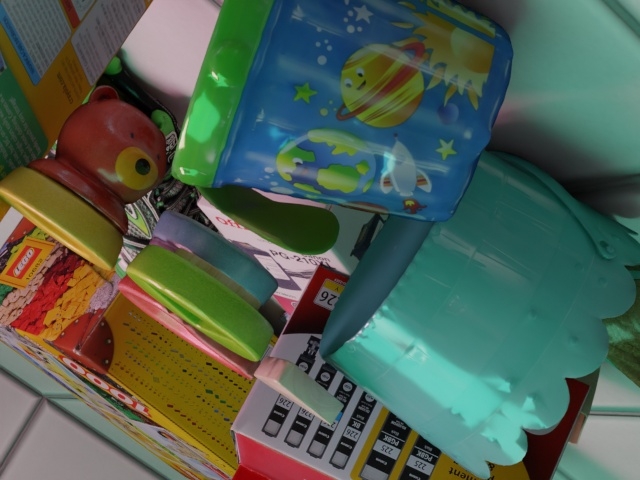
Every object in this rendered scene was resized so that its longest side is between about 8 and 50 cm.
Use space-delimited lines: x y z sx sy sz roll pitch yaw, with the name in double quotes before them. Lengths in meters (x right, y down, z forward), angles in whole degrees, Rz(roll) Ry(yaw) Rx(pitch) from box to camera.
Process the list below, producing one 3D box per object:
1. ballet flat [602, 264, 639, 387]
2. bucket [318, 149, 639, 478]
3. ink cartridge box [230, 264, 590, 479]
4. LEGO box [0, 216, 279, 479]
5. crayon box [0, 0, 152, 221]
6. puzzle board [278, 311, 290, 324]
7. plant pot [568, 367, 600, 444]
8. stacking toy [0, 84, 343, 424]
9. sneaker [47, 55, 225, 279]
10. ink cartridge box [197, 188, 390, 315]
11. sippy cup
"ballet flat" 0.389 0.132 1.435 0.124 0.116 0.342 -24 122 41
"bucket" 0.138 0.053 1.325 0.183 0.281 0.281 34 158 -7
"ink cartridge box" 0.076 0.219 1.491 0.309 0.272 0.130 23 157 10
"LEGO box" -0.217 0.186 2.121 0.500 0.193 0.372 43 161 -32
"crayon box" -0.272 -0.169 1.253 0.083 0.323 0.203 22 158 18
"puzzle board" -0.003 0.122 1.989 0.096 0.011 0.128 38 158 -5
"plant pot" 0.257 0.148 1.616 0.109 0.096 0.109 23 158 13
"stacking toy" -0.096 0.011 1.279 0.279 0.130 0.309 26 167 37
"sneaker" -0.191 -0.058 1.602 0.343 0.134 0.146 51 149 -15
"ink cartridge box" 0.000 0.000 1.599 0.172 0.100 0.237 12 153 36
"sippy cup" 0.024 -0.124 1.152 0.224 0.240 0.305 18 168 -4
